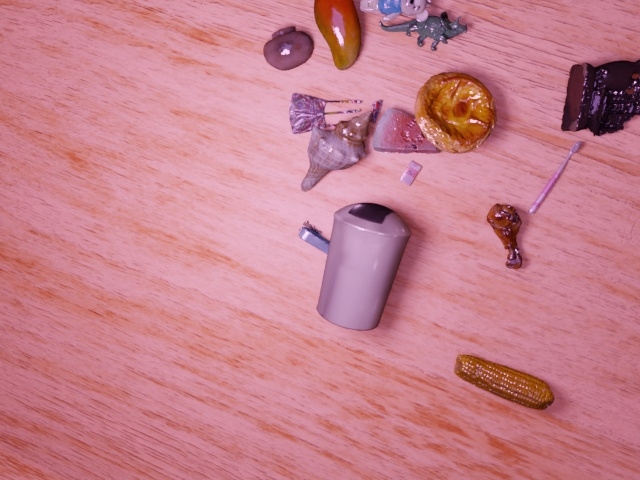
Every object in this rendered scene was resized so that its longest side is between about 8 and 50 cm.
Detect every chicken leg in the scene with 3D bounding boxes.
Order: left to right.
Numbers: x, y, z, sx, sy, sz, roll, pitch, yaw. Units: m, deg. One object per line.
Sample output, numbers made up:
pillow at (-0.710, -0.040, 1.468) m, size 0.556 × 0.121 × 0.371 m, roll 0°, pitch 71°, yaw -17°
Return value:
chicken leg at (0.667, -0.016, 1.630) m, size 0.108 × 0.087 × 0.251 m, roll -10°, pitch 104°, yaw 31°

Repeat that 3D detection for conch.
conch at (0.039, -0.328, 1.662) m, size 0.386 × 0.170 × 0.203 m, roll -39°, pitch 82°, yaw 15°

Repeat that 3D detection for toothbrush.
toothbrush at (0.812, -0.216, 1.590) m, size 0.020 × 0.025 × 0.286 m, roll 31°, pitch 104°, yaw 6°

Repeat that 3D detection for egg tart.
egg tart at (0.453, -0.429, 1.564) m, size 0.295 × 0.116 × 0.294 m, roll 0°, pitch 82°, yaw -1°

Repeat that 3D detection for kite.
kite at (0.020, -0.474, 1.721) m, size 0.286 × 0.015 × 0.152 m, roll 4°, pitch 103°, yaw 14°

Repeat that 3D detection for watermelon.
watermelon at (0.319, -0.370, 1.647) m, size 0.241 × 0.094 × 0.153 m, roll 18°, pitch 93°, yaw 7°

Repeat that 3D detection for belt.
belt at (-0.003, 0.004, 1.780) m, size 0.179 × 0.100 × 0.065 m, roll 34°, pitch 103°, yaw -11°

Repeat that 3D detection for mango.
mango at (0.067, -0.759, 1.610) m, size 0.146 × 0.129 × 0.289 m, roll -23°, pitch 102°, yaw 13°

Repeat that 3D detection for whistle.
whistle at (0.250, -0.795, 1.538) m, size 0.236 × 0.077 × 0.113 m, roll 6°, pitch 111°, yaw 13°

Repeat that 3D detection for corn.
corn at (0.674, 0.519, 1.692) m, size 0.364 × 0.120 × 0.120 m, roll 21°, pitch 103°, yaw 11°

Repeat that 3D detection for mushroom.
mushroom at (-0.121, -0.701, 1.671) m, size 0.188 × 0.117 × 0.141 m, roll -17°, pitch 107°, yaw 9°

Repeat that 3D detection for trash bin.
trash bin at (0.150, 0.077, 1.651) m, size 0.281 × 0.280 × 0.431 m, roll 16°, pitch 105°, yaw 9°

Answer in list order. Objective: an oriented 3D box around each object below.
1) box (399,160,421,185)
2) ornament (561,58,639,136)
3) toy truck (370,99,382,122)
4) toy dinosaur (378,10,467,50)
box at (0.332, -0.248, 1.691) m, size 0.046 × 0.012 × 0.083 m, roll 32°, pitch 105°, yaw 6°
ornament at (0.950, -0.464, 1.492) m, size 0.261 × 0.106 × 0.250 m, roll 4°, pitch 107°, yaw 2°
toy truck at (0.199, -0.474, 1.676) m, size 0.032 × 0.024 × 0.083 m, roll 11°, pitch 104°, yaw -13°
toy dinosaur at (0.354, -0.716, 1.581) m, size 0.292 × 0.079 × 0.119 m, roll -6°, pitch 92°, yaw 12°
